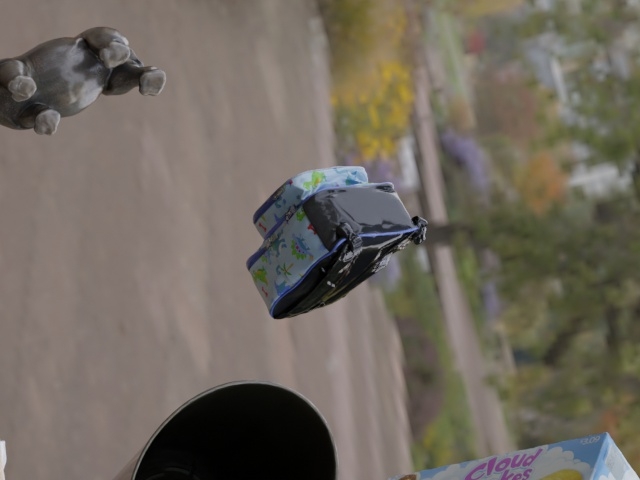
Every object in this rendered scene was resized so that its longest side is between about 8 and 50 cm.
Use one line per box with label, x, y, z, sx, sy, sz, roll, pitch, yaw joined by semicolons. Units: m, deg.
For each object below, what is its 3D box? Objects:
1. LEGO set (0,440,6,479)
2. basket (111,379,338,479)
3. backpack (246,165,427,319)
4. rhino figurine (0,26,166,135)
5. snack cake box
LEGO set;-0.316;0.127;1.174;0.107;0.132;0.287;40;-12;-36
basket;-0.112;0.234;1.594;0.154;0.204;0.227;48;-33;0
backpack;0.000;0.000;1.409;0.105;0.114;0.084;-10;61;-47
rhino figurine;-0.272;-0.136;1.744;0.106;0.243;0.073;-141;-145;-63
snack cake box;0.161;0.282;1.787;0.089;0.264;0.152;54;40;-23
